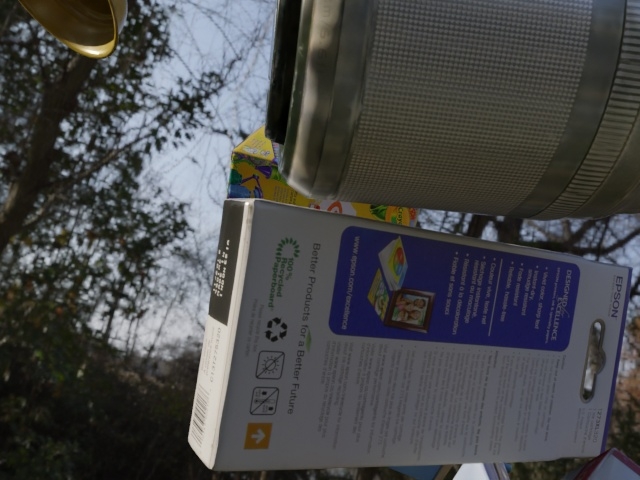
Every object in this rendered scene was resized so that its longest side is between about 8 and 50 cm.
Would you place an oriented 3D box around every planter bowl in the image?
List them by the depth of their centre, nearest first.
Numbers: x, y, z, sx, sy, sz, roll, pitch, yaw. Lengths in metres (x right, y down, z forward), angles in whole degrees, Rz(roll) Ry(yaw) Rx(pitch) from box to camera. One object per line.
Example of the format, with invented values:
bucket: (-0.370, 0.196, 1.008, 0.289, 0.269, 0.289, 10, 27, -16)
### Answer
planter bowl: (-0.257, -0.306, 0.670, 0.217, 0.090, 0.217, 31, -28, 19)

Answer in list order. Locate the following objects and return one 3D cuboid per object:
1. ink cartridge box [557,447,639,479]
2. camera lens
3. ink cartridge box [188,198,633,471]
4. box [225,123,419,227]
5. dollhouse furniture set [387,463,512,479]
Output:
ink cartridge box: (0.185, 0.245, 0.432, 0.128, 0.127, 0.176, 38, -24, 19)
camera lens: (0.103, -0.128, 0.457, 0.274, 0.220, 0.219, 5, -14, -7)
ink cartridge box: (0.092, 0.082, 0.513, 0.370, 0.176, 0.069, 9, 0, -26)
box: (0.000, 0.000, 1.032, 0.279, 0.290, 0.177, 16, 27, 7)
dollhouse furniture set: (0.112, 0.246, 0.732, 0.198, 0.286, 0.303, 23, 21, -8)
